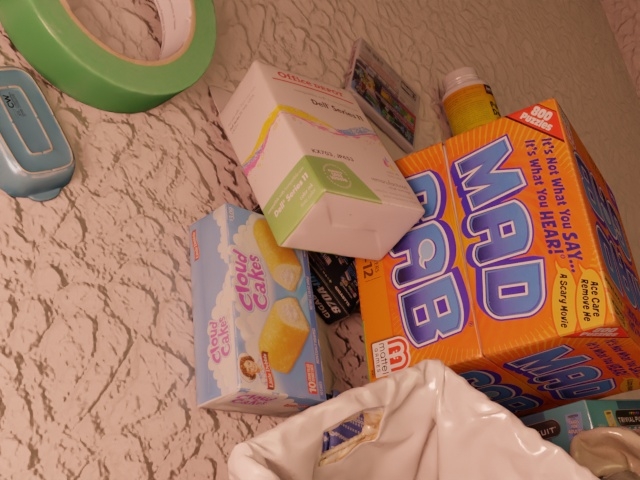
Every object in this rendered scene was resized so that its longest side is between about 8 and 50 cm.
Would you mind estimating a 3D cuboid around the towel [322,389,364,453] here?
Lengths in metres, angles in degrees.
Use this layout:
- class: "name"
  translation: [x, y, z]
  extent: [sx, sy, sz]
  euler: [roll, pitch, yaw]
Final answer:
- class: "towel"
  translation: [0.094, 0.400, 1.118]
  extent: [0.243, 0.040, 0.336]
  euler: [29, 47, -36]

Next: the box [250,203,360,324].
- class: "box"
  translation: [0.000, 0.000, 1.257]
  extent: [0.220, 0.051, 0.175]
  euler: [53, 37, -10]

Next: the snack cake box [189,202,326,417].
- class: "snack cake box"
  translation: [-0.089, 0.097, 1.060]
  extent: [0.152, 0.089, 0.264]
  euler: [19, 53, -43]

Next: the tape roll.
- class: "tape roll"
  translation: [-0.291, -0.339, 1.085]
  extent: [0.321, 0.077, 0.321]
  euler: [22, 59, -43]

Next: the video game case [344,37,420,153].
- class: "video game case"
  translation: [0.133, -0.305, 1.636]
  extent: [0.201, 0.023, 0.183]
  euler: [39, 42, -28]

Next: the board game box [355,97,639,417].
- class: "board game box"
  translation: [0.297, 0.064, 1.254]
  extent: [0.356, 0.356, 0.356]
  euler: [34, 43, -50]

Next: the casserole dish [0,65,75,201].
- class: "casserole dish"
  translation: [-0.363, -0.137, 0.938]
  extent: [0.114, 0.037, 0.188]
  euler: [-26, 86, -54]

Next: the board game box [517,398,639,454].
- class: "board game box"
  translation: [0.438, 0.346, 1.371]
  extent: [0.336, 0.254, 0.079]
  euler: [12, 59, -45]

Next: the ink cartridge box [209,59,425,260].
- class: "ink cartridge box"
  translation: [-0.017, -0.145, 1.187]
  extent: [0.207, 0.119, 0.353]
  euler: [9, 42, -41]

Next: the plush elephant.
- class: "plush elephant"
  translation: [0.379, 0.418, 1.106]
  extent: [0.330, 0.255, 0.271]
  euler: [-108, -173, -57]

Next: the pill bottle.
- class: "pill bottle"
  translation: [0.353, -0.287, 1.798]
  extent: [0.117, 0.117, 0.215]
  euler: [5, 63, -48]

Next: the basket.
- class: "basket"
  translation: [0.107, 0.353, 0.829]
  extent: [0.328, 0.266, 0.331]
  euler: [-15, 38, -40]
